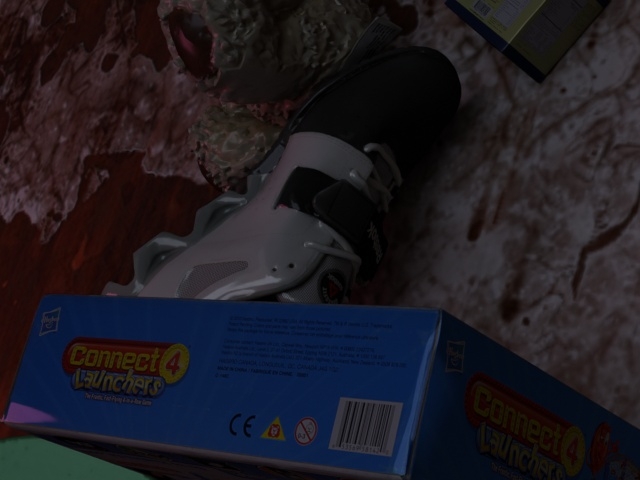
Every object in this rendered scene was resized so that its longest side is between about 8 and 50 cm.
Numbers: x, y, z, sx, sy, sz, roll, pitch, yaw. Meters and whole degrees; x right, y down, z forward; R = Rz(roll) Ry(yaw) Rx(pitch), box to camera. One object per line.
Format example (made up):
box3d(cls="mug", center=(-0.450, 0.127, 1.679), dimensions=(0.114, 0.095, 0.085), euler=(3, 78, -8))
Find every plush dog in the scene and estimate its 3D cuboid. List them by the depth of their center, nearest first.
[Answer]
box3d(cls="plush dog", center=(-0.033, -0.191, 1.134), dimensions=(0.210, 0.262, 0.225), euler=(-18, 63, -7))

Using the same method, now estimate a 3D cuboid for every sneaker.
box3d(cls="sneaker", center=(0.000, 0.000, 1.030), dimensions=(0.330, 0.122, 0.146), euler=(-43, 46, 0))

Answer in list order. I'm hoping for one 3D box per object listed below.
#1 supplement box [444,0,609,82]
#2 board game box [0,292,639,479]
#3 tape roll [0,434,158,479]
box3d(cls="supplement box", center=(0.157, -0.182, 1.052), dimensions=(0.083, 0.056, 0.083), euler=(-50, 46, 10))
box3d(cls="board game box", center=(0.023, 0.125, 0.843), dimensions=(0.308, 0.302, 0.086), euler=(0, 69, 40))
box3d(cls="tape roll", center=(-0.202, 0.304, 1.001), dimensions=(0.321, 0.077, 0.321), euler=(-5, 74, 17))
